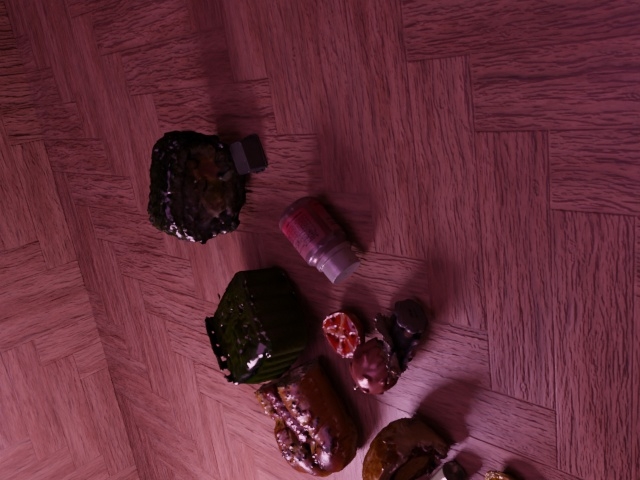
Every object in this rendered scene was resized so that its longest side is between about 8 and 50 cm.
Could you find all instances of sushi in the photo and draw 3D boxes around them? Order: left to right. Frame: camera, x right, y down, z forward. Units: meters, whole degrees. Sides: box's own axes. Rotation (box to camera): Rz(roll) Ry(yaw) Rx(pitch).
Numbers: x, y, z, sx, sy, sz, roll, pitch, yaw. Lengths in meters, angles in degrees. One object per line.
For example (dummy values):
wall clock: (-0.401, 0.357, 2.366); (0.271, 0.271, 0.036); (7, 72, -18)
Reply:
sushi: (-0.389, -0.172, 1.906); (0.178, 0.294, 0.351); (17, 106, 50)

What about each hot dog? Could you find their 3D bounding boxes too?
hot dog: (-0.043, 0.621, 2.007); (0.365, 0.196, 0.367); (58, 141, 4)

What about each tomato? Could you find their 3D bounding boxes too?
tomato: (0.084, 0.276, 1.792); (0.156, 0.069, 0.155); (19, 118, 41)

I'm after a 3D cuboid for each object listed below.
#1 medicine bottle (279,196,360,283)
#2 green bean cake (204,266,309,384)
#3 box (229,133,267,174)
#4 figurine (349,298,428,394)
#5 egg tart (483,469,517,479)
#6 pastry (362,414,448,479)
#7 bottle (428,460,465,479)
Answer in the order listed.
medicine bottle: (0.000, 0.000, 1.694); (0.247, 0.147, 0.147); (51, 137, 17)
green bean cake: (-0.218, 0.280, 1.965); (0.335, 0.218, 0.319); (60, 138, 29)
box: (-0.228, -0.265, 1.864); (0.084, 0.069, 0.122); (-12, 99, 47)
figurine: (0.181, 0.330, 1.659); (0.207, 0.166, 0.386); (-109, 31, -45)
egg tart: (0.489, 0.656, 1.558); (0.130, 0.052, 0.130); (23, 124, 40)
pastry: (0.215, 0.619, 1.707); (0.170, 0.237, 0.255); (56, 143, 39)
bottle: (0.344, 0.718, 1.726); (0.072, 0.072, 0.201); (44, 135, 23)
